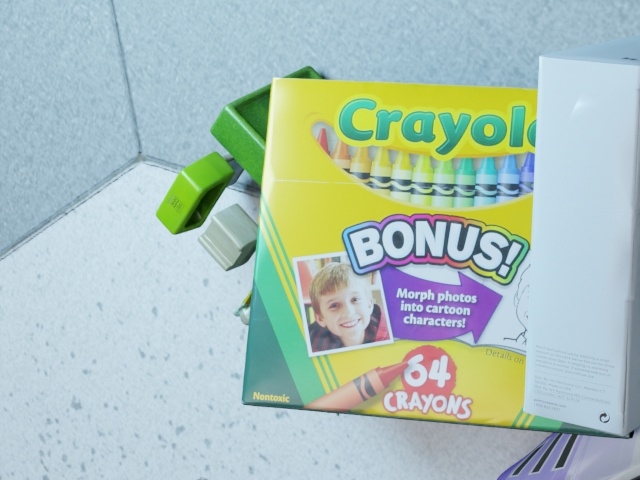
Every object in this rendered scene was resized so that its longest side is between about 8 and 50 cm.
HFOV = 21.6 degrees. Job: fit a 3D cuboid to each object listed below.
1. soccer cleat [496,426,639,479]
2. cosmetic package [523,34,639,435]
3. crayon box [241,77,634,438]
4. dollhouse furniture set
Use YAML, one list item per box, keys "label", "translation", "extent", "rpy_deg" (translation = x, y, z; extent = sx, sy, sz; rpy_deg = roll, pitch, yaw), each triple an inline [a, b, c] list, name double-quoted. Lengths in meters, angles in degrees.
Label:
- label: "soccer cleat"
  translation: [0.295, 0.187, 1.640]
  extent: [0.318, 0.108, 0.116]
  rpy_deg: [-27, 65, 38]
- label: "cosmetic package"
  translation: [0.300, -0.029, 1.399]
  extent: [0.097, 0.377, 0.285]
  rpy_deg: [12, 107, 33]
- label: "crayon box"
  translation: [0.123, 0.015, 1.582]
  extent: [0.362, 0.106, 0.313]
  rpy_deg: [4, 85, 13]
- label: "dollhouse furniture set"
  translation: [0.000, 0.000, 1.783]
  extent: [0.301, 0.151, 0.197]
  rpy_deg: [47, 131, 14]
